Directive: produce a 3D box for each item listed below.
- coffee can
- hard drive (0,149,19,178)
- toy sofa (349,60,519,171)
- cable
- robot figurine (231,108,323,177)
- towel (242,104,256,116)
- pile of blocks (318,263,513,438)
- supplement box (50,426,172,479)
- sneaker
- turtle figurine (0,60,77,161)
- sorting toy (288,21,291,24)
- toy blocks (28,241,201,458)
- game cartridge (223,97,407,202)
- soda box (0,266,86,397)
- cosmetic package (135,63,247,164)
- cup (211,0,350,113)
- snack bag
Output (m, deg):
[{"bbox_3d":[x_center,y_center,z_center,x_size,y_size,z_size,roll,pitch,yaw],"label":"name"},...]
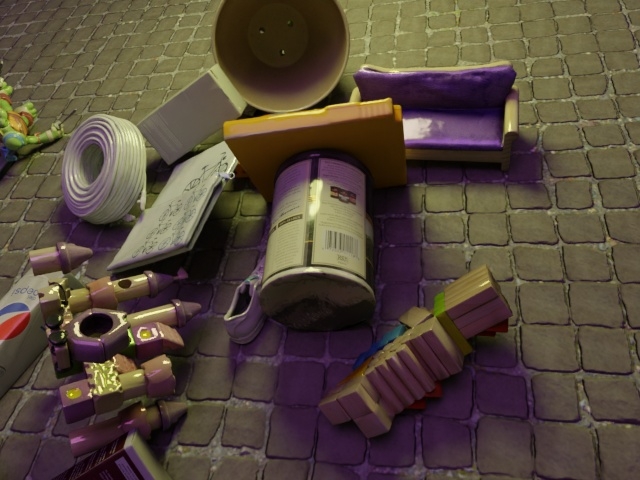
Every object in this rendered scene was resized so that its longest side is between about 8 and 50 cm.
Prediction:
[{"bbox_3d":[0.000,0.000,0.966,0.201,0.201,0.275,-4,53,11],"label":"coffee can"},{"bbox_3d":[-0.918,-0.199,1.459,0.094,0.022,0.135,5,55,18],"label":"hard drive"},{"bbox_3d":[0.234,-0.264,1.127,0.362,0.177,0.150,5,54,16],"label":"toy sofa"},{"bbox_3d":[-0.513,-0.166,1.226,0.257,0.089,0.257,-5,80,34],"label":"cable"},{"bbox_3d":[-0.074,-0.233,1.236,0.291,0.085,0.211,-8,53,8],"label":"robot figurine"},{"bbox_3d":[-0.227,-0.381,1.425,0.148,0.027,0.110,8,55,20],"label":"towel"},{"bbox_3d":[0.169,0.193,0.857,0.362,0.149,0.112,-37,96,-3],"label":"pile of blocks"},{"bbox_3d":[-0.352,0.408,0.782,0.239,0.130,0.073,-30,9,-11],"label":"supplement box"},{"bbox_3d":[-0.117,0.088,0.996,0.080,0.094,0.212,11,56,23],"label":"sneaker"},{"bbox_3d":[-0.819,-0.371,1.457,0.198,0.274,0.266,4,27,-40],"label":"turtle figurine"},{"bbox_3d":[-0.092,-0.708,1.616,0.365,0.127,0.126,15,29,27],"label":"sorting toy"},{"bbox_3d":[-0.316,0.146,0.884,0.260,0.309,0.288,-12,44,-29],"label":"toy blocks"},{"bbox_3d":[0.007,-0.170,1.043,0.324,0.285,0.052,-7,69,8],"label":"game cartridge"},{"bbox_3d":[-0.606,0.179,1.046,0.091,0.098,0.286,20,60,26],"label":"soda box"},{"bbox_3d":[-0.309,-0.304,1.263,0.238,0.127,0.107,-29,24,15],"label":"cosmetic package"},{"bbox_3d":[-0.106,-0.518,1.350,0.331,0.331,0.237,-17,27,1],"label":"cup"},{"bbox_3d":[-0.298,-0.091,1.118,0.323,0.037,0.342,-15,43,44],"label":"snack bag"}]
